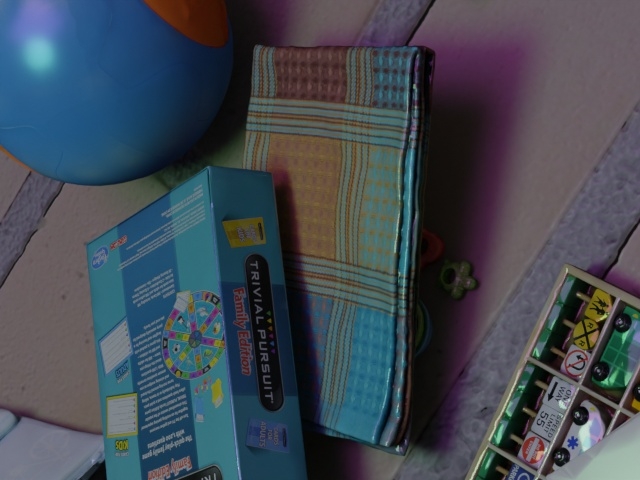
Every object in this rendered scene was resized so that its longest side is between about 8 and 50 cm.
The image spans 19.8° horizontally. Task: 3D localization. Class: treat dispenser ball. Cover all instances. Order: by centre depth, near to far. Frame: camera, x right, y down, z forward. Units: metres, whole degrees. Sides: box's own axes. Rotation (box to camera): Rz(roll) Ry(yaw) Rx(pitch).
[{"bbox_3d":[-0.234,-0.199,1.887,0.288,0.288,0.288,-12,71,37],"label":"treat dispenser ball"}]

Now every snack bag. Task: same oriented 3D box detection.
[{"bbox_3d":[-0.424,0.283,1.936,0.342,0.037,0.323,8,41,45],"label":"snack bag"}]

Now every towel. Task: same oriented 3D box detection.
[{"bbox_3d":[0.000,0.000,1.734,0.271,0.040,0.370,8,95,51],"label":"towel"}]

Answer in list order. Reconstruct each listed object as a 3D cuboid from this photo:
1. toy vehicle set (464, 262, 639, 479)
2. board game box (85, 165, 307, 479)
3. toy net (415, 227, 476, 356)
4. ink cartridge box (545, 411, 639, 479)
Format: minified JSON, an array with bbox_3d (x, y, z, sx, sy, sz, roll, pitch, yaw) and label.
[{"bbox_3d":[0.224,0.172,1.573,0.166,0.035,0.267,28,96,41],"label":"toy vehicle set"},{"bbox_3d":[-0.125,0.128,1.790,0.254,0.079,0.336,-27,64,51],"label":"board game box"},{"bbox_3d":[0.041,0.023,1.760,0.232,0.045,0.122,36,103,40],"label":"toy net"},{"bbox_3d":[0.307,0.274,1.369,0.114,0.197,0.273,-37,57,27],"label":"ink cartridge box"}]
